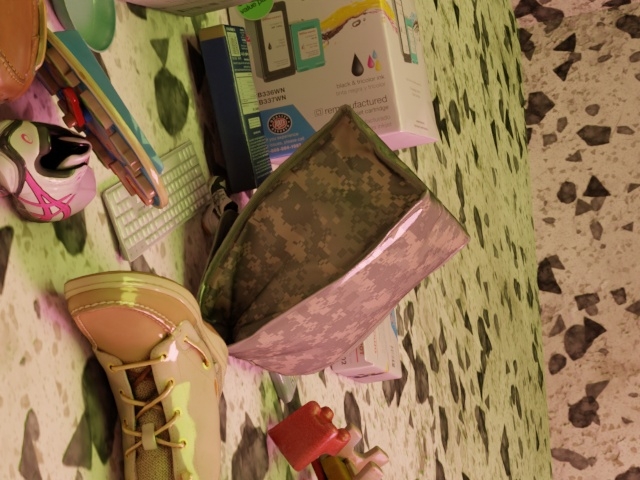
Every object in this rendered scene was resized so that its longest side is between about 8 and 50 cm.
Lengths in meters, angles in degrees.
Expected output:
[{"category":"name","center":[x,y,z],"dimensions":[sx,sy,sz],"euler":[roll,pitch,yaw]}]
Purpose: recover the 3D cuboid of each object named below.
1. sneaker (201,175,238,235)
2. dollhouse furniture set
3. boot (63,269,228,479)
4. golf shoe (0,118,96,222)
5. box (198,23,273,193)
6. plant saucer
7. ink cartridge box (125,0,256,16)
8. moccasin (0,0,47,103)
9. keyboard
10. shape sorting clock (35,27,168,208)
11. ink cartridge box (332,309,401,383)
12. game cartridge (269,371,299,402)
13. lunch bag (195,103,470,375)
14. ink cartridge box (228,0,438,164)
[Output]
[{"category":"sneaker","center":[-0.107,-0.039,1.691],"dimensions":[0.032,0.037,0.083],"euler":[60,24,-45]},{"category":"dollhouse furniture set","center":[0.011,0.330,1.680],"dimensions":[0.201,0.152,0.374],"euler":[45,7,-29]},{"category":"boot","center":[-0.150,0.154,1.344],"dimensions":[0.262,0.095,0.203],"euler":[58,28,-61]},{"category":"golf shoe","center":[-0.218,-0.055,1.246],"dimensions":[0.186,0.086,0.067],"euler":[20,61,-73]},{"category":"box","center":[-0.092,-0.134,1.766],"dimensions":[0.136,0.036,0.225],"euler":[-42,120,-81]},{"category":"plant saucer","center":[-0.226,-0.232,1.431],"dimensions":[0.119,0.021,0.119],"euler":[-9,90,-74]},{"category":"ink cartridge box","center":[-0.115,-0.300,1.606],"dimensions":[0.212,0.154,0.093],"euler":[-17,97,-73]},{"category":"moccasin","center":[-0.263,-0.289,1.134],"dimensions":[0.147,0.139,0.380],"euler":[-25,105,-74]},{"category":"keyboard","center":[-0.161,-0.044,1.552],"dimensions":[0.256,0.014,0.072],"euler":[-47,125,-70]},{"category":"shape sorting clock","center":[-0.194,-0.108,1.269],"dimensions":[0.206,0.040,0.206],"euler":[52,-12,16]},{"category":"ink cartridge box","center":[0.055,0.131,2.085],"dimensions":[0.181,0.061,0.104],"euler":[34,48,-68]},{"category":"game cartridge","center":[-0.042,0.149,1.837],"dimensions":[0.083,0.017,0.056],"euler":[-73,145,-57]},{"category":"lunch bag","center":[-0.004,0.023,1.667],"dimensions":[0.169,0.287,0.235],"euler":[47,4,20]},{"category":"ink cartridge box","center":[0.013,-0.244,1.927],"dimensions":[0.197,0.198,0.270],"euler":[-1,80,-73]}]
